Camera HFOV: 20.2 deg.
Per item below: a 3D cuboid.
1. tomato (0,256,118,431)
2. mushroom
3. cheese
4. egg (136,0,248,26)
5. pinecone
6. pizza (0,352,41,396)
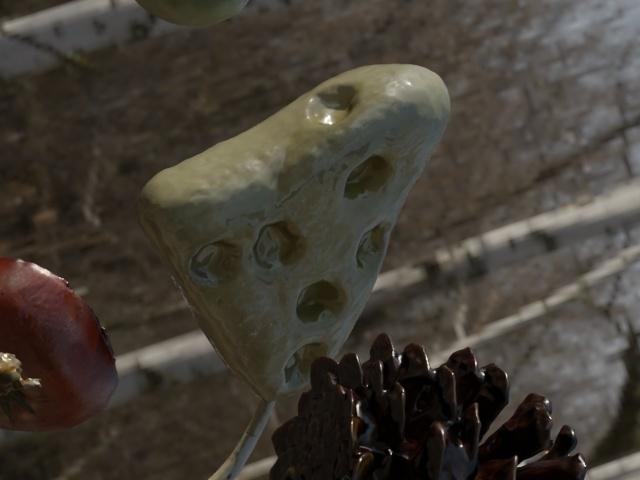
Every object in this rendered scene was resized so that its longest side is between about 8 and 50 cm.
[{"bbox_3d":[-0.323,0.125,1.878,0.085,0.225,0.225,-56,139,-48],"label":"tomato"},{"bbox_3d":[-0.100,0.227,2.049,0.068,0.306,0.043,32,-9,-23],"label":"mushroom"},{"bbox_3d":[0.000,0.000,1.895,0.129,0.351,0.328,41,-25,45],"label":"cheese"},{"bbox_3d":[-0.150,-0.299,2.021,0.114,0.152,0.114,17,90,-80],"label":"egg"},{"bbox_3d":[0.063,0.133,0.915,0.163,0.165,0.163,-167,-90,-74],"label":"pinecone"},{"bbox_3d":[-0.179,0.056,0.702,0.099,0.100,0.029,45,13,-8],"label":"pizza"}]
